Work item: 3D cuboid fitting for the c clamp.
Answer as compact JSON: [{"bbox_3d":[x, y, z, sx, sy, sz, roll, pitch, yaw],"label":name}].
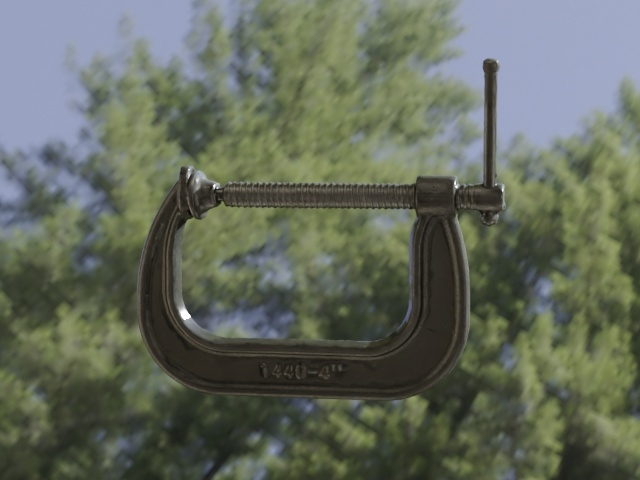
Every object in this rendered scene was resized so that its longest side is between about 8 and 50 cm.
[{"bbox_3d":[0.000,0.000,0.819,0.160,0.022,0.137,-5,-80,9],"label":"c clamp"}]
